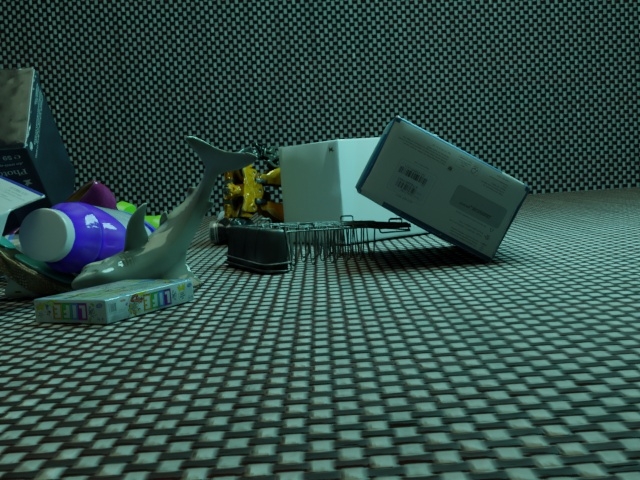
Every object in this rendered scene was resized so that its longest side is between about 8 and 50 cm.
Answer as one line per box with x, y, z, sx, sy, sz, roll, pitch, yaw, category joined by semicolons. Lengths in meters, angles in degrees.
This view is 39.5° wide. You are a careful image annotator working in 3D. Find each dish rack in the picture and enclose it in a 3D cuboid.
0.000;0.000;1.413;0.271;0.074;0.208;-4;6;-24;dish rack

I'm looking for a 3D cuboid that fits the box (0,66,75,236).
-0.609;-0.129;1.555;0.296;0.183;0.294;-5;-31;-2;box

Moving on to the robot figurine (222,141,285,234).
-0.094;-0.093;1.888;0.290;0.211;0.085;5;-7;-42;robot figurine

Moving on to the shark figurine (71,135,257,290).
-0.185;0.001;1.186;0.116;0.278;0.166;38;-13;20;shark figurine

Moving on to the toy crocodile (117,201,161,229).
-0.363;-0.005;1.636;0.115;0.105;0.340;19;9;14;toy crocodile

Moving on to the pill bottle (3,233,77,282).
-0.419;0.025;1.387;0.137;0.078;0.078;-4;5;-6;pill bottle

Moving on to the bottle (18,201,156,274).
-0.315;0.000;1.230;0.118;0.092;0.283;26;2;10;bottle

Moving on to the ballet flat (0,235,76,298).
-0.421;0.038;1.205;0.206;0.067;0.073;28;4;14;ballet flat

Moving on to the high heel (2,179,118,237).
-0.442;-0.028;1.430;0.243;0.082;0.117;-12;-38;6;high heel

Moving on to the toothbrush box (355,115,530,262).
0.173;-0.082;1.369;0.216;0.126;0.295;28;6;-2;toothbrush box

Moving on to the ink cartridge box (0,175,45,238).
-0.506;0.000;0.999;0.175;0.069;0.371;21;32;22;ink cartridge box

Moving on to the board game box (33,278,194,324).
-0.232;0.068;1.017;0.103;0.026;0.154;-1;5;29;board game box

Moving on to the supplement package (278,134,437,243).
0.082;-0.104;1.797;0.262;0.200;0.198;-8;6;-37;supplement package

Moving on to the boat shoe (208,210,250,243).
-0.186;-0.026;1.957;0.083;0.065;0.183;-1;11;5;boat shoe
